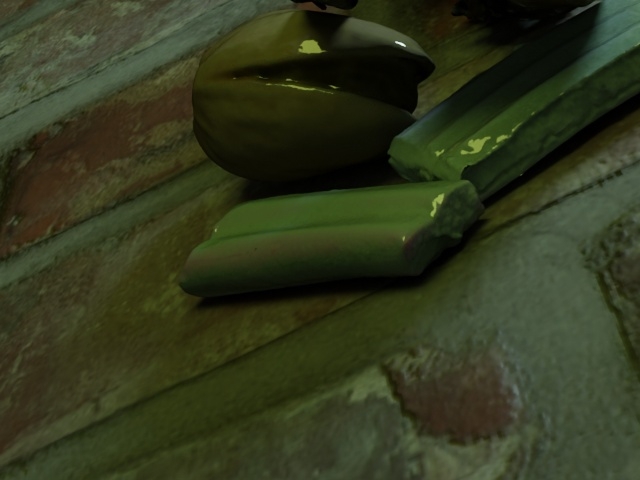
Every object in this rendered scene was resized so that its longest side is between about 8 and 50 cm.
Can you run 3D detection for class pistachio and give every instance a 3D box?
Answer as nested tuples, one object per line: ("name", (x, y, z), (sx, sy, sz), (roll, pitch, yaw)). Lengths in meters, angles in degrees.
("pistachio", (-0.009, -0.105, 1.360), (0.226, 0.136, 0.136), (1, 37, 47))

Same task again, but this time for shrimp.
("shrimp", (0.087, -0.187, 1.329), (0.233, 0.071, 0.365), (-5, 4, -2))

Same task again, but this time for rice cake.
("rice cake", (0.161, -0.105, 1.247), (0.237, 0.043, 0.127), (-33, 21, -10))
("rice cake", (0.001, -0.001, 1.221), (0.222, 0.042, 0.080), (-5, 31, 44))
